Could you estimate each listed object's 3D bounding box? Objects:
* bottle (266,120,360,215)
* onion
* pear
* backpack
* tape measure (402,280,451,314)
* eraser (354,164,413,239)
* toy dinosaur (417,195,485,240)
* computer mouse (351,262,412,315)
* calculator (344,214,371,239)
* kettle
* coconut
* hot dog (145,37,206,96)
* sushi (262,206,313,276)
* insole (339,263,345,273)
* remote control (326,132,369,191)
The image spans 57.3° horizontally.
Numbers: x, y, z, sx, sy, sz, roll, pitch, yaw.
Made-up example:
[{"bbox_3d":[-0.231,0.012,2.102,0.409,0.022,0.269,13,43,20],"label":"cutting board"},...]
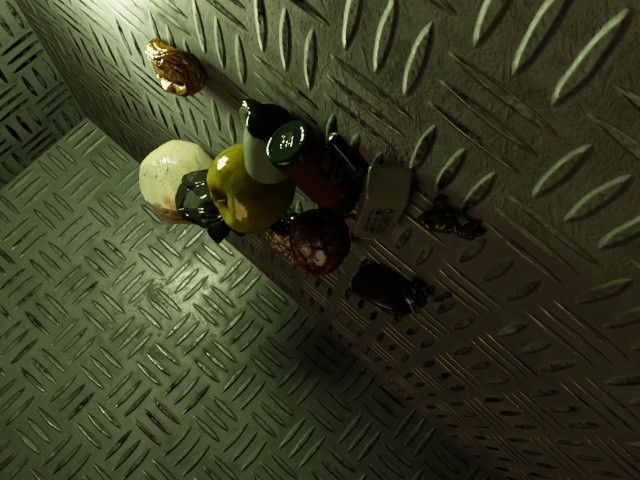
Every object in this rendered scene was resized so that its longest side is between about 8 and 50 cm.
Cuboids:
[{"bbox_3d":[-0.005,-0.189,1.663,0.144,0.144,0.336,29,172,41],"label":"bottle"},{"bbox_3d":[0.000,0.000,2.086,0.246,0.190,0.246,25,127,38],"label":"onion"},{"bbox_3d":[-0.224,-0.183,1.989,0.304,0.304,0.304,39,164,14],"label":"pear"},{"bbox_3d":[-0.379,-0.137,2.285,0.446,0.363,0.255,-134,40,-69],"label":"backpack"},{"bbox_3d":[0.359,0.166,1.939,0.179,0.104,0.107,-31,82,40],"label":"tape measure"},{"bbox_3d":[0.161,-0.093,1.580,0.111,0.077,0.352,7,161,-1],"label":"eraser"},{"bbox_3d":[0.311,-0.023,1.469,0.187,0.087,0.179,35,161,31],"label":"toy dinosaur"},{"bbox_3d":[0.219,0.170,2.093,0.269,0.138,0.086,30,167,35],"label":"computer mouse"},{"bbox_3d":[0.128,-0.044,1.965,0.103,0.024,0.166,49,164,-22],"label":"calculator"},{"bbox_3d":[-0.170,-0.313,1.758,0.221,0.161,0.236,50,163,14],"label":"kettle"},{"bbox_3d":[-0.603,-0.242,2.636,0.415,0.344,0.415,40,161,17],"label":"coconut"},{"bbox_3d":[-0.498,-0.574,1.944,0.259,0.114,0.175,31,159,35],"label":"hot dog"},{"bbox_3d":[-0.088,-0.001,2.332,0.350,0.171,0.211,35,161,23],"label":"sushi"},{"bbox_3d":[0.075,0.096,2.492,0.053,0.002,0.153,31,160,36],"label":"insole"},{"bbox_3d":[0.092,-0.204,1.607,0.222,0.042,0.072,50,161,-22],"label":"remote control"}]
